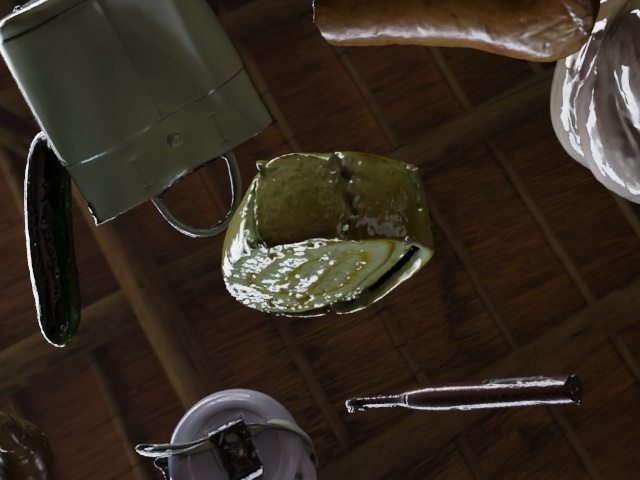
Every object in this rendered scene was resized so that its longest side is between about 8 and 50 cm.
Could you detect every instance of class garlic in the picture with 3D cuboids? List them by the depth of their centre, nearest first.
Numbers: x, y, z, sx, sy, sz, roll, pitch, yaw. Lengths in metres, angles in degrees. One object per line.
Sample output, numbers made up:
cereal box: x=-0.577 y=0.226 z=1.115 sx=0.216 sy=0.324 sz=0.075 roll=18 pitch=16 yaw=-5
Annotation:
garlic: x=0.360 y=-0.177 z=0.662 sx=0.241 sy=0.322 sz=0.322 roll=38 pitch=-62 yaw=16

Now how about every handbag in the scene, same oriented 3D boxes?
handbag: x=-0.188 y=-0.145 z=0.780 sx=0.109 sy=0.241 sz=0.315 roll=38 pitch=-22 yaw=59

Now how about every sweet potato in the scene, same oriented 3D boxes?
sweet potato: x=-0.443 y=0.367 z=1.021 sx=0.124 sy=0.098 sz=0.309 roll=-130 pitch=-139 yaw=-71

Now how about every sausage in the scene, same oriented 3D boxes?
sausage: x=0.126 y=-0.229 z=0.668 sx=0.271 sy=0.109 sz=0.108 roll=13 pitch=-73 yaw=26

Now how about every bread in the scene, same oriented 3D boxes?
bread: x=0.000 y=0.000 z=0.432 sx=0.156 sy=0.118 sz=0.064 roll=135 pitch=-41 yaw=-58

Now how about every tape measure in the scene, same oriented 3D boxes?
tape measure: x=-0.113 y=0.282 z=0.891 sx=0.178 sy=0.196 sz=0.105 roll=53 pitch=-16 yaw=19

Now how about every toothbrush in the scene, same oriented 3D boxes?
toothbrush: x=0.168 y=0.206 z=0.918 sx=0.364 sy=0.041 sz=0.040 roll=-16 pitch=-90 yaw=42

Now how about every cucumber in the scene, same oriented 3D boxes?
cucumber: x=-0.304 y=-0.014 z=0.785 sx=0.056 sy=0.056 sz=0.284 roll=-31 pitch=-119 yaw=34
